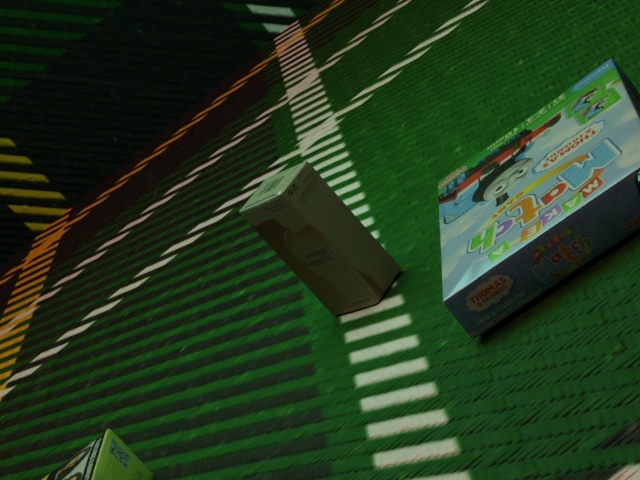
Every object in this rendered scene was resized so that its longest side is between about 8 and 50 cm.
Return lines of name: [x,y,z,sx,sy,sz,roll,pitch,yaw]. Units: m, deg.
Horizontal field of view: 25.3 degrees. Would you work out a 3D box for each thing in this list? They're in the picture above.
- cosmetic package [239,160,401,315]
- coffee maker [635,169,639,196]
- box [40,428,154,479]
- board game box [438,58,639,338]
cosmetic package: [0.000,0.000,1.078,0.060,0.115,0.041,-22,25,52]
coffee maker: [0.186,0.028,0.441,0.120,0.178,0.171,-30,16,42]
box: [-0.233,0.242,1.074,0.232,0.058,0.087,-37,17,15]
board game box: [0.153,-0.035,0.955,0.160,0.039,0.211,-36,17,16]
